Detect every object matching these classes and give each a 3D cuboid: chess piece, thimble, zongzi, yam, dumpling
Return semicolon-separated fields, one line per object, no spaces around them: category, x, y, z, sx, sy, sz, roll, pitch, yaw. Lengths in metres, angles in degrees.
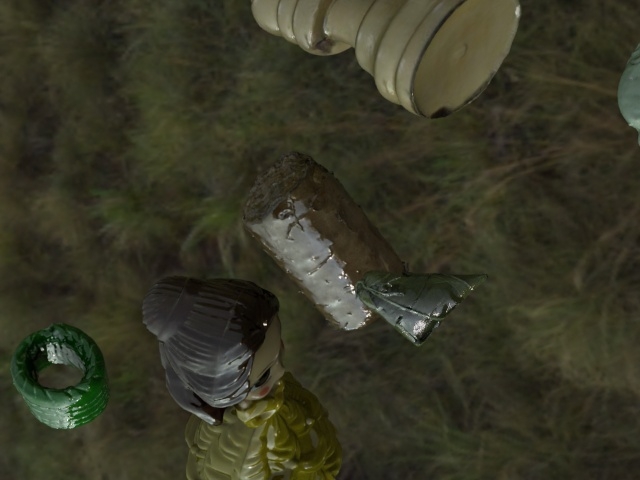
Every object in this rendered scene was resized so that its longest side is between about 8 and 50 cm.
chess piece;0.022;-0.231;1.036;0.307;0.124;0.139;32;97;33
thimble;-0.339;0.177;1.424;0.090;0.118;0.130;90;160;-51
zongzi;0.110;0.048;1.223;0.119;0.109;0.055;-45;22;17
yam;0.001;0.000;1.395;0.128;0.129;0.238;-11;135;36
dumpling;0.609;-0.267;1.945;0.152;0.108;0.219;-14;74;47

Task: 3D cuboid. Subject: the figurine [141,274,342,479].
figurine;-0.069;0.151;1.052;0.168;0.187;0.315;38;155;27
